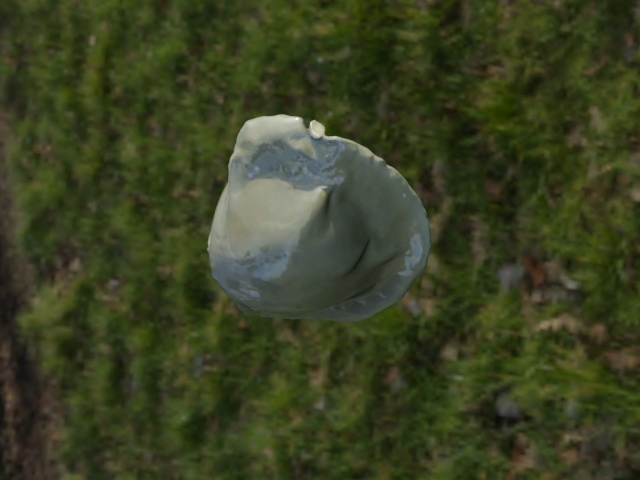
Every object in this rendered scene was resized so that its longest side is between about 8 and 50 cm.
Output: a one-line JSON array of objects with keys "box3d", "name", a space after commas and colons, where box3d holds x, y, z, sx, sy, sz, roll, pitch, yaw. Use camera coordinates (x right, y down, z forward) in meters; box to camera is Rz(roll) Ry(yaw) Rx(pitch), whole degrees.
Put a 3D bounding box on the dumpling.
[{"box3d": [0.001, -0.001, 0.916, 0.181, 0.155, 0.111, 54, -135, -68], "name": "dumpling"}]
